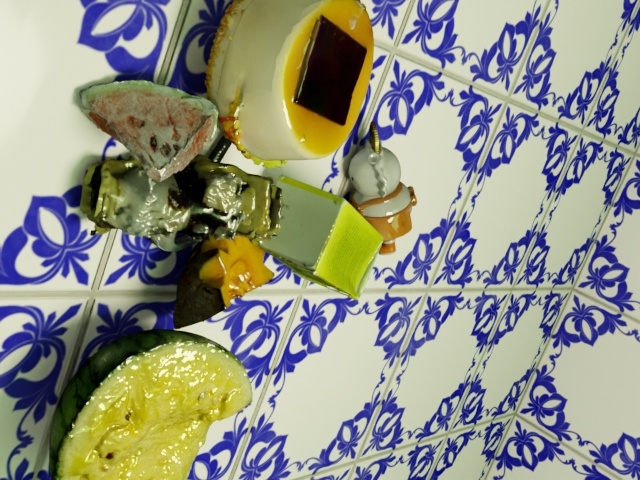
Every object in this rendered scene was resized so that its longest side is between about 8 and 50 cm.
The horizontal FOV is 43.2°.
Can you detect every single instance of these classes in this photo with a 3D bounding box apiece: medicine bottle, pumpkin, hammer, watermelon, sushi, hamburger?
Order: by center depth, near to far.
[{"bbox_3d":[-0.230,-0.137,1.078,0.187,0.139,0.071,5,150,-21],"label":"watermelon"},{"bbox_3d":[-0.190,-0.067,1.151,0.290,0.131,0.139,4,107,-21],"label":"sushi"},{"bbox_3d":[-0.050,-0.250,1.182,0.276,0.179,0.294,4,104,-62],"label":"hamburger"},{"bbox_3d":[-0.287,0.271,1.255,0.330,0.189,0.331,-15,115,-35],"label":"watermelon"},{"bbox_3d":[-0.183,-0.092,1.262,0.246,0.029,0.103,-57,145,-7],"label":"hammer"},{"bbox_3d":[-0.185,0.051,1.312,0.131,0.149,0.254,67,17,-5],"label":"pumpkin"},{"bbox_3d":[0.000,0.000,1.420,0.141,0.137,0.250,-68,156,-7],"label":"medicine bottle"}]

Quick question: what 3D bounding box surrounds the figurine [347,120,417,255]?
[{"bbox_3d":[0.118,-0.097,1.543,0.143,0.143,0.271,-24,133,-41],"label":"figurine"}]
